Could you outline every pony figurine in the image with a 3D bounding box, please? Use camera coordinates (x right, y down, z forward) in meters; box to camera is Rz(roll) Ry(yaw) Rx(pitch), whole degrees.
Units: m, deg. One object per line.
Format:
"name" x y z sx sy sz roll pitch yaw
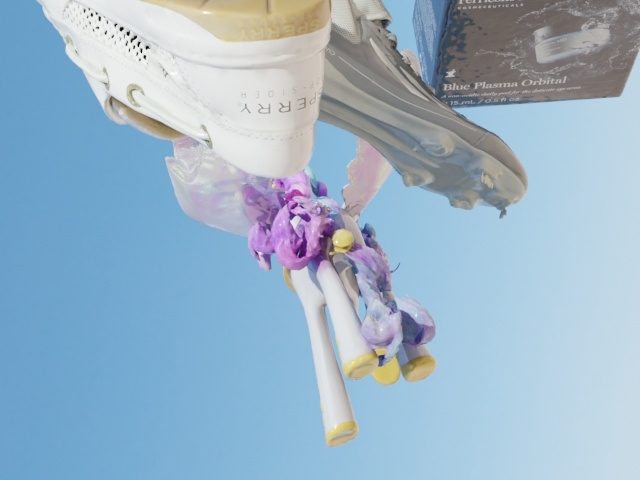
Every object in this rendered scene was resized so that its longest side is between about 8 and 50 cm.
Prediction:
"pony figurine" 0.000 0.000 1.395 0.351 0.302 0.363 100 150 -59

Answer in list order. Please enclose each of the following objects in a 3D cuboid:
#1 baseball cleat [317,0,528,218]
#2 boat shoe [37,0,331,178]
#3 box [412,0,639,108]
"baseball cleat" 0.047 -0.097 0.773 0.072 0.206 0.109 -35 33 55
"boat shoe" -0.083 -0.096 0.626 0.098 0.277 0.096 -13 -65 -23
"box" 0.155 -0.178 0.927 0.158 0.156 0.093 91 174 -63
